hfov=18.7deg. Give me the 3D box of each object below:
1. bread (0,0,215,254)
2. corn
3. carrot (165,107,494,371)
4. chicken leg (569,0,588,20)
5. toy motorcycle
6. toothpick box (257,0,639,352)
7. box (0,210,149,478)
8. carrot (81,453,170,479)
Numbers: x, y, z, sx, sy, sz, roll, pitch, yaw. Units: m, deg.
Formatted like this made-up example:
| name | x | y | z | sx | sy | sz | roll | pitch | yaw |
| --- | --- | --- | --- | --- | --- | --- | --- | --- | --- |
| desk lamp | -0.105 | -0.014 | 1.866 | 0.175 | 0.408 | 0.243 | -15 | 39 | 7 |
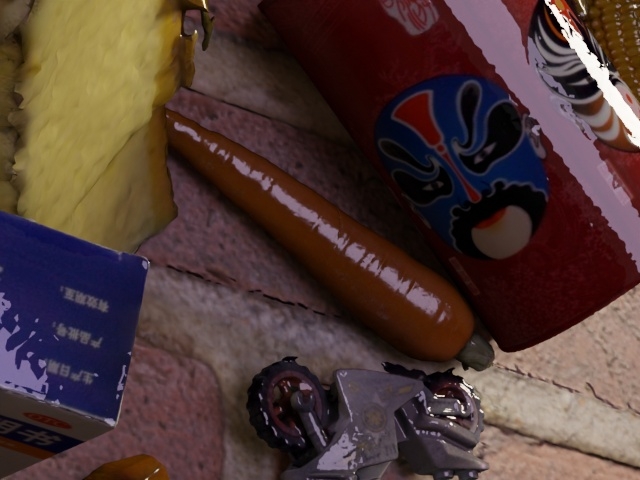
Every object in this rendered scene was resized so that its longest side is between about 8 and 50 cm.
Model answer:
| name | x | y | z | sx | sy | sz | roll | pitch | yaw |
| --- | --- | --- | --- | --- | --- | --- | --- | --- | --- |
| bread | -0.150 | -0.081 | 1.256 | 0.279 | 0.315 | 0.248 | 52 | 54 | -19 |
| corn | 0.274 | -0.173 | 1.700 | 0.091 | 0.091 | 0.260 | -7 | 79 | -41 |
| carrot | 0.000 | 0.000 | 1.475 | 0.336 | 0.069 | 0.069 | 36 | 56 | -10 |
| chicken leg | 0.160 | -0.257 | 1.637 | 0.196 | 0.125 | 0.080 | 29 | 33 | -23 |
| toy motorcycle | 0.043 | 0.149 | 1.430 | 0.215 | 0.080 | 0.122 | 6 | 69 | -37 |
| toothpick box | 0.127 | -0.104 | 1.505 | 0.204 | 0.204 | 0.333 | -38 | 95 | -37 |
| box | -0.259 | 0.062 | 1.119 | 0.200 | 0.299 | 0.106 | 21 | 63 | -26 |
| carrot | -0.215 | 0.235 | 1.233 | 0.314 | 0.066 | 0.066 | -33 | 92 | -37 |
